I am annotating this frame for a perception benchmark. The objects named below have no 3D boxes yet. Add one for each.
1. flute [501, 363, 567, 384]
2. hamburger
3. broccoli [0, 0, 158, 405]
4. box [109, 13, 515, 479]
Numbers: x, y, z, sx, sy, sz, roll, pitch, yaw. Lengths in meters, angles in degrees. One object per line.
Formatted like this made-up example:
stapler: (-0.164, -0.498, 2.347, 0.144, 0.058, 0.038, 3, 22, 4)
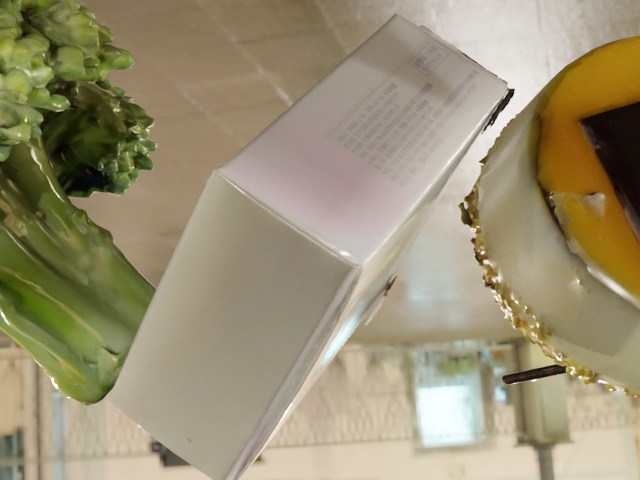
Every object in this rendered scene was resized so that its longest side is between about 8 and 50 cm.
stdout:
flute: (0.311, 0.116, 1.235, 0.270, 0.014, 0.014, -16, 164, 28)
hamburger: (0.259, -0.015, 0.923, 0.294, 0.276, 0.179, -20, 158, -15)
broccoli: (-0.245, -0.043, 0.802, 0.338, 0.277, 0.317, 16, 156, 50)
box: (0.000, 0.000, 0.761, 0.251, 0.106, 0.203, -49, 172, -50)
